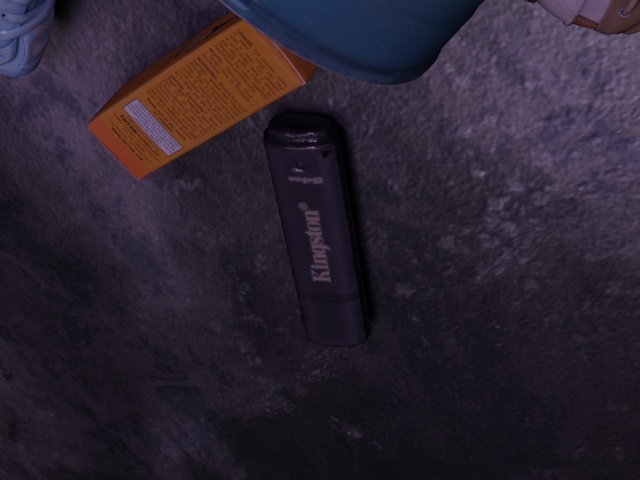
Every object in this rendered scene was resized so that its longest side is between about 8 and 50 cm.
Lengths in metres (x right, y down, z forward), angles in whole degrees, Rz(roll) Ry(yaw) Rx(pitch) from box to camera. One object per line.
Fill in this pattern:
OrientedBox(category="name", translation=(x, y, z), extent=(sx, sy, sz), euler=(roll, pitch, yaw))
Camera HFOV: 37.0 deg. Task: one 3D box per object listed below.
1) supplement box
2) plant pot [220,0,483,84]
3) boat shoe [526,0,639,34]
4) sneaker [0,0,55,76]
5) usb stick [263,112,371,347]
OrientedBox(category="supplement box", translation=(-0.101, -0.136, 0.840), extent=(0.233, 0.078, 0.080), euler=(-24, 116, 41))
OrientedBox(category="plant pot", translation=(0.054, -0.271, 0.518), extent=(0.271, 0.272, 0.255), euler=(41, 125, -13))
OrientedBox(category="boat shoe", translation=(0.225, -0.244, 0.557), extent=(0.103, 0.113, 0.302), euler=(27, 144, -6))
OrientedBox(category="sneaker", translation=(-0.266, -0.225, 0.819), extent=(0.366, 0.135, 0.150), euler=(-7, 135, 43))
OrientedBox(category="usb stick", translation=(0.000, 0.000, 0.938), extent=(0.077, 0.045, 0.278), euler=(8, 133, 22))
